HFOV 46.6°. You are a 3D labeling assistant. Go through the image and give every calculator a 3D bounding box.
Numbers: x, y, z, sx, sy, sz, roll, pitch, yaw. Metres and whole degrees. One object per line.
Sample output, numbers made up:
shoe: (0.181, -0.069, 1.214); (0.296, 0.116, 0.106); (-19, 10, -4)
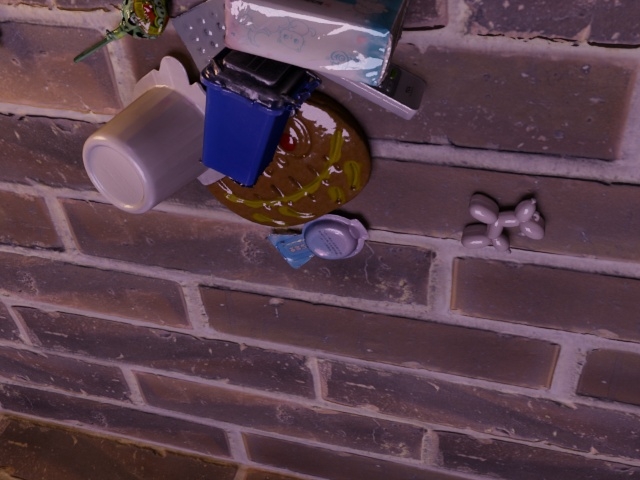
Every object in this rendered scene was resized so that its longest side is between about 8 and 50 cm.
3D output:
calculator: (-0.160, -0.327, 1.403); (0.161, 0.021, 0.262); (-16, 113, 32)

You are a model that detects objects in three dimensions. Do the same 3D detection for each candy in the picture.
candy: (-0.400, -0.404, 1.440); (0.305, 0.083, 0.091); (-11, 93, 42)

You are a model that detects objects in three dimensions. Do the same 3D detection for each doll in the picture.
doll: (0.376, -0.034, 1.513); (0.160, 0.059, 0.161); (13, 137, 8)

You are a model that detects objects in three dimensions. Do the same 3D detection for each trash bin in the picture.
trash bin: (-0.121, -0.225, 1.345); (0.184, 0.162, 0.235); (26, 133, 6)

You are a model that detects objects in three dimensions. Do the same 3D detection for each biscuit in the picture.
biscuit: (-0.097, -0.171, 1.547); (0.350, 0.070, 0.394); (40, 135, -20)

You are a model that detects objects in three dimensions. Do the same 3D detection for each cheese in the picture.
cheese: (0.000, 0.000, 1.701); (0.244, 0.052, 0.135); (-16, 124, 35)

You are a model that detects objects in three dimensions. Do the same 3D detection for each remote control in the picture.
remote control: (0.068, -0.304, 1.323); (0.250, 0.103, 0.034); (27, 137, -6)

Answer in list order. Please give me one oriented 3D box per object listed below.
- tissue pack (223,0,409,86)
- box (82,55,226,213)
tissue pack: (-0.002, -0.366, 1.213); (0.271, 0.201, 0.124); (16, 130, 5)
box: (-0.337, -0.192, 1.478); (0.262, 0.206, 0.291); (27, 139, 15)
